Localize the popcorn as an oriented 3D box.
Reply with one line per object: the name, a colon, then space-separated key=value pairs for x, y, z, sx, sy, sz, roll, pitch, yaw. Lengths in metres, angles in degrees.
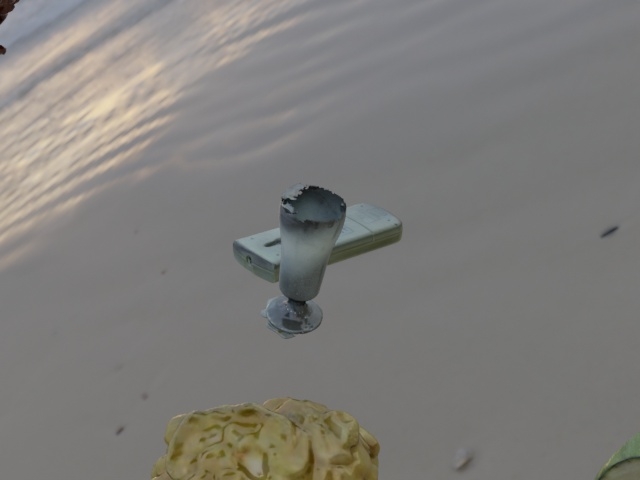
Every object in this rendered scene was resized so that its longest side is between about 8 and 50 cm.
popcorn: x=-0.035 y=0.190 z=0.817 sx=0.194 sy=0.140 sz=0.163 roll=18 pitch=58 yaw=32

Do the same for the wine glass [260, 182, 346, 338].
wine glass: x=-0.019 y=0.023 z=1.075 sx=0.072 sy=0.155 sz=0.072 roll=7 pitch=36 yaw=-5

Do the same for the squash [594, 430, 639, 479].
squash: x=0.499 y=0.305 z=1.530 sx=0.189 sy=0.189 sz=0.260 roll=-24 pitch=21 yaw=30

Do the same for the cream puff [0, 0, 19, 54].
cream puff: x=-0.314 y=-0.250 z=0.641 sx=0.350 sy=0.350 sz=0.228 roll=-48 pitch=9 yaw=-23

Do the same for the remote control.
remote control: x=0.000 y=0.000 z=1.397 sx=0.233 sy=0.038 sz=0.098 roll=-17 pitch=30 yaw=-35
